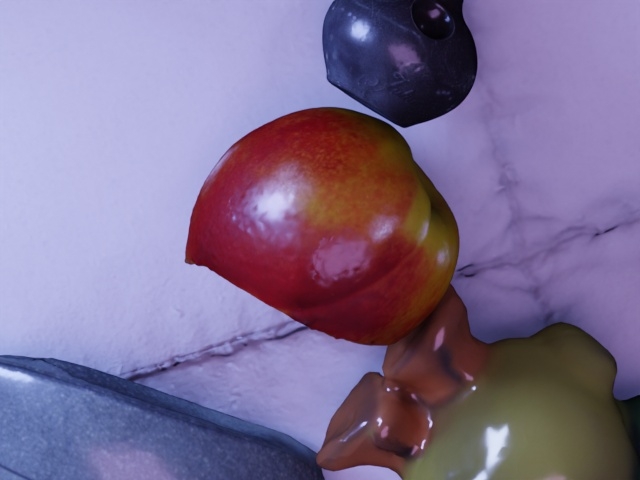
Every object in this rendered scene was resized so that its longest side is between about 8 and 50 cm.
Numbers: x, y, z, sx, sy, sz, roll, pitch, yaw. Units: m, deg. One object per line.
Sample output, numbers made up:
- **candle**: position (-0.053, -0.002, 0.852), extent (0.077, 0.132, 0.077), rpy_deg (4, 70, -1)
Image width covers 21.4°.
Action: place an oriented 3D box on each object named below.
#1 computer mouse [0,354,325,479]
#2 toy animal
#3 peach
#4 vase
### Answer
- **computer mouse**: position (-0.173, 0.206, 1.379), extent (0.374, 0.114, 0.203), rpy_deg (13, 112, -3)
- **toy animal**: position (0.184, 0.186, 1.324), extent (0.338, 0.191, 0.216), rpy_deg (28, 109, -10)
- **peach**: position (0.000, 0.000, 1.255), extent (0.192, 0.190, 0.190), rpy_deg (-31, 108, 19)
- **vase**: position (0.080, -0.176, 1.233), extent (0.120, 0.120, 0.183), rpy_deg (31, 91, -11)
